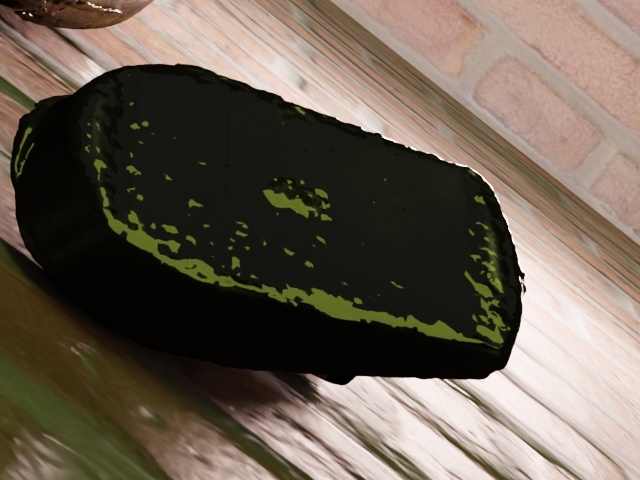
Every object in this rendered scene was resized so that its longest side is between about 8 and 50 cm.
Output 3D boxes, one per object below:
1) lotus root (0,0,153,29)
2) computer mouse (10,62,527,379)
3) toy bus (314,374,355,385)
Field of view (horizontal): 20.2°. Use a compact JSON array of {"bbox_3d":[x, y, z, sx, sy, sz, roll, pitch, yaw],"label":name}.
[{"bbox_3d":[-0.206,-0.263,1.375,0.196,0.179,0.397,41,11,9],"label":"lotus root"},{"bbox_3d":[-0.030,0.002,0.988,0.295,0.087,0.168,16,42,-15],"label":"computer mouse"},{"bbox_3d":[0.000,0.000,1.152,0.136,0.126,0.209,31,11,5],"label":"toy bus"}]
